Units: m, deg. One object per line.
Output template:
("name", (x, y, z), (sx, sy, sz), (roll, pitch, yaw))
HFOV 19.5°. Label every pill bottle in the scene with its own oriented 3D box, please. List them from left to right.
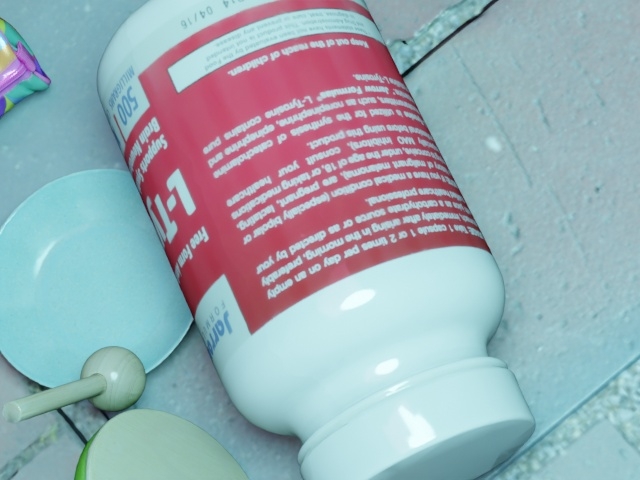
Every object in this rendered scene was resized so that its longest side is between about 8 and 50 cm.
("pill bottle", (0.000, 0.000, 1.428), (0.229, 0.229, 0.407), (-27, 69, 3))

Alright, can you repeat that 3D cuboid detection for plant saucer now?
("plant saucer", (-0.186, 0.037, 1.560), (0.195, 0.037, 0.195), (-4, 72, 12))

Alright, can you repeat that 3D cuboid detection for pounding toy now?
("pounding toy", (-0.155, 0.214, 1.444), (0.110, 0.183, 0.237), (-39, 85, 31))

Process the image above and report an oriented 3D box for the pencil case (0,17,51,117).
("pencil case", (-0.346, -0.098, 1.607), (0.236, 0.104, 0.104), (-44, 69, -3))
